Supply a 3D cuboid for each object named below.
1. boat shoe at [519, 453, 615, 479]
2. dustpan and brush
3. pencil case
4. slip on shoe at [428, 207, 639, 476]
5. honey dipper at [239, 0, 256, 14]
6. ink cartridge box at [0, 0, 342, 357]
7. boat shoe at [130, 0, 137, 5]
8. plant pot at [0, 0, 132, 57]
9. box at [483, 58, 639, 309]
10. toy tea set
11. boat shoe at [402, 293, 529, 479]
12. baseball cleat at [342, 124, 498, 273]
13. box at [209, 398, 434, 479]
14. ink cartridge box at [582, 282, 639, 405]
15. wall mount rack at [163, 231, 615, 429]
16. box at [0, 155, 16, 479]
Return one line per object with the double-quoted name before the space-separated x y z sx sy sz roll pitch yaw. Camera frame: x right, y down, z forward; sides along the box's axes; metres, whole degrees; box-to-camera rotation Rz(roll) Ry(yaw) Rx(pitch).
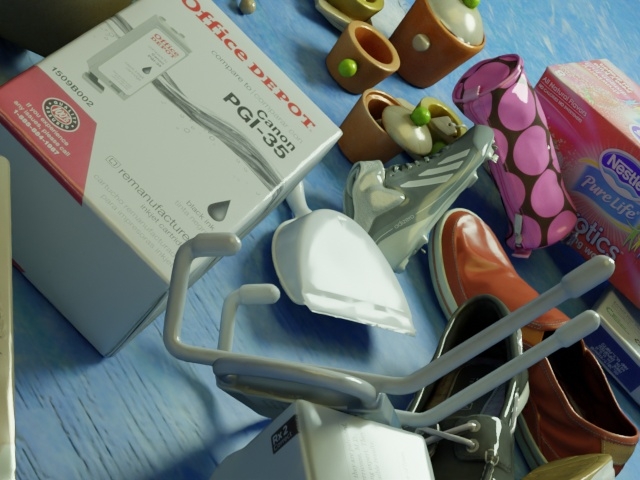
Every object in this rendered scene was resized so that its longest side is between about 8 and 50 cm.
"boat shoe" 0.183 0.263 1.406 0.277 0.098 0.096 -17 94 -51
"dustpan and brush" 0.000 0.000 1.536 0.147 0.060 0.211 16 49 -41
"pencil case" 0.206 -0.089 1.759 0.098 0.095 0.209 -39 115 -33
"slip on shoe" 0.210 0.097 1.617 0.123 0.101 0.331 6 48 -44
"honey dipper" -0.083 -0.302 1.796 0.030 0.030 0.161 23 42 -32
"ink cartridge box" -0.143 -0.072 1.345 0.207 0.117 0.283 45 41 0
"boat shoe" -0.199 -0.360 1.510 0.099 0.116 0.319 -43 118 -29
"plant pot" -0.278 -0.294 1.389 0.274 0.256 0.256 47 28 -29
"box" 0.355 -0.055 1.846 0.300 0.154 0.142 45 33 23
"toy tea set" 0.104 -0.196 1.800 0.200 0.124 0.336 27 36 -28
"boat shoe" 0.116 0.151 1.415 0.335 0.112 0.095 -58 141 -64
"baseball cleat" 0.094 -0.063 1.632 0.109 0.072 0.206 40 58 -3
"box" -0.009 0.237 1.126 0.119 0.181 0.182 19 42 -32
"ink cartridge box" 0.398 0.134 1.845 0.223 0.045 0.224 48 31 4
"wall mount rack" 0.053 0.077 1.224 0.350 0.304 0.130 61 37 -76
"box" -0.285 0.067 1.054 0.148 0.121 0.311 23 38 -34
